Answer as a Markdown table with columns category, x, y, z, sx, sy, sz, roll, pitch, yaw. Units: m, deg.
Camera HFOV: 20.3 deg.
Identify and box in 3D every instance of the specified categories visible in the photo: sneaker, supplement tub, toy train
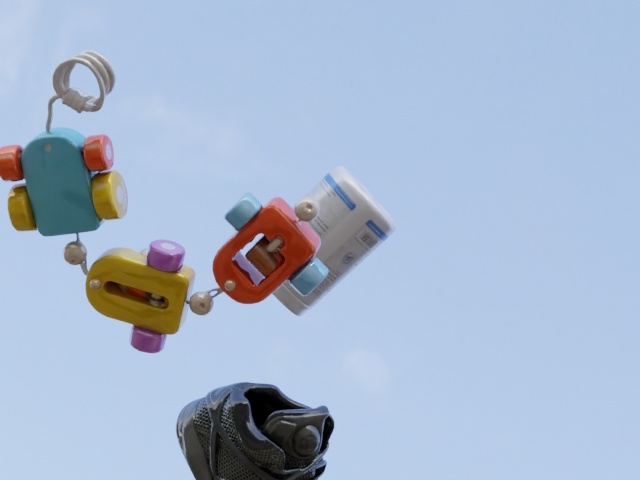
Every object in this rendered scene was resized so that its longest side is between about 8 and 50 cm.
| category | x | y | z | sx | sy | sz | roll | pitch | yaw |
| --- | --- | --- | --- | --- | --- | --- | --- | --- | --- |
| sneaker | -0.029 | 0.222 | 1.526 | 0.130 | 0.087 | 0.227 | -33 | -101 | 46 |
| supplement tub | 0.000 | 0.000 | 1.408 | 0.107 | 0.071 | 0.071 | -42 | -75 | 5 |
| toy train | -0.079 | -0.017 | 0.902 | 0.166 | 0.046 | 0.125 | 41 | -69 | -3 |
